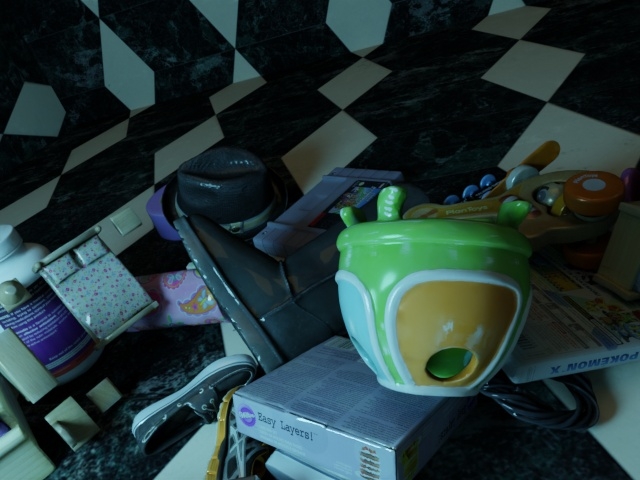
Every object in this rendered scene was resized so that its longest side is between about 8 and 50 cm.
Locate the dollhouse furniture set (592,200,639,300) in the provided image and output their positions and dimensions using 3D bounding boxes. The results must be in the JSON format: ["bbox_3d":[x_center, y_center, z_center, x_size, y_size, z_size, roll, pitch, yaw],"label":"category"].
[{"bbox_3d":[0.513,0.037,0.744,0.129,0.129,0.184,-6,28,-24],"label":"dollhouse furniture set"}]

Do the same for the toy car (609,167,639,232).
[{"bbox_3d":[0.548,-0.059,0.929,0.182,0.136,0.159,11,42,41],"label":"toy car"}]

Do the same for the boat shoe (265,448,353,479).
[{"bbox_3d":[0.040,0.304,0.683,0.258,0.095,0.084,11,47,40],"label":"boat shoe"}]

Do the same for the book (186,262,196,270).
[{"bbox_3d":[-0.210,0.082,1.181,0.144,0.096,0.035,-8,31,18],"label":"book"}]

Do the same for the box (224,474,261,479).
[{"bbox_3d":[-0.234,0.416,0.623,0.381,0.143,0.191,-15,31,11],"label":"box"}]

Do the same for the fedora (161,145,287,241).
[{"bbox_3d":[-0.250,-0.147,1.402,0.334,0.152,0.334,3,53,-4],"label":"fedora"}]

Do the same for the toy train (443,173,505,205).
[{"bbox_3d":[0.326,-0.059,1.087,0.184,0.105,0.080,-29,28,-16],"label":"toy train"}]

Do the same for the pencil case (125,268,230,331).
[{"bbox_3d":[-0.309,0.128,1.149,0.284,0.124,0.124,-9,32,19],"label":"pencil case"}]

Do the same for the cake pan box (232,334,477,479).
[{"bbox_3d":[0.050,0.219,0.754,0.267,0.070,0.245,6,13,35],"label":"cake pan box"}]

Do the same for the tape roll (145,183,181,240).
[{"bbox_3d":[-0.367,-0.114,1.593,0.274,0.090,0.275,-14,32,9],"label":"tape roll"}]

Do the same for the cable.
[{"bbox_3d":[0.279,0.186,0.724,0.184,0.047,0.150,33,30,34],"label":"cable"}]

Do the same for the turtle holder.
[{"bbox_3d":[0.118,0.071,0.701,0.243,0.227,0.320,7,-8,-32],"label":"turtle holder"}]

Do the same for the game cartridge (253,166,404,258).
[{"bbox_3d":[0.028,-0.075,1.335,0.230,0.068,0.355,6,39,43],"label":"game cartridge"}]

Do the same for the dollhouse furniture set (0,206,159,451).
[{"bbox_3d":[-0.383,0.135,0.964,0.355,0.303,0.174,-42,8,-32],"label":"dollhouse furniture set"}]

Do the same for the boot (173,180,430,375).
[{"bbox_3d":[0.001,0.002,1.024,0.445,0.146,0.367,-33,73,-15],"label":"boot"}]

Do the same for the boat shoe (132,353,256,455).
[{"bbox_3d":[-0.201,0.274,0.890,0.228,0.080,0.076,-27,37,-10],"label":"boat shoe"}]

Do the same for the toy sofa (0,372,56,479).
[{"bbox_3d":[-0.631,0.317,0.970,0.150,0.177,0.362,-36,35,-26],"label":"toy sofa"}]

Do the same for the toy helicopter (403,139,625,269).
[{"bbox_3d":[0.318,-0.063,0.930,0.355,0.140,0.235,-8,38,14],"label":"toy helicopter"}]

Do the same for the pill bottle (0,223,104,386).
[{"bbox_3d":[-0.588,0.133,1.093,0.181,0.323,0.181,-14,31,9],"label":"pill bottle"}]

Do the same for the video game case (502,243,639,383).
[{"bbox_3d":[0.347,0.080,0.841,0.300,0.036,0.329,-6,28,-12],"label":"video game case"}]

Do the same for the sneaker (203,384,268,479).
[{"bbox_3d":[-0.114,0.307,0.795,0.083,0.084,0.215,-3,36,3],"label":"sneaker"}]
